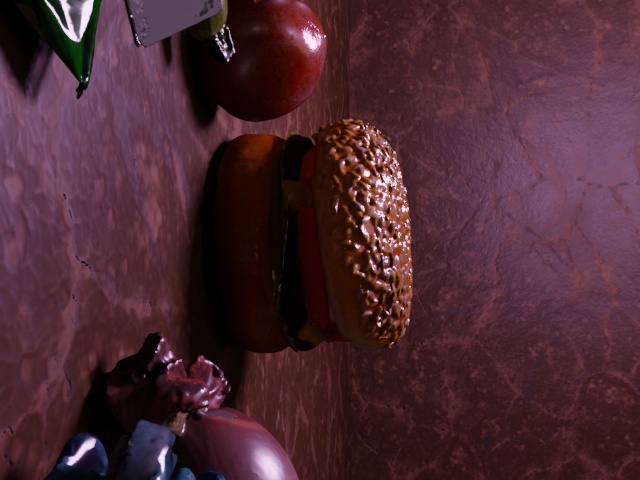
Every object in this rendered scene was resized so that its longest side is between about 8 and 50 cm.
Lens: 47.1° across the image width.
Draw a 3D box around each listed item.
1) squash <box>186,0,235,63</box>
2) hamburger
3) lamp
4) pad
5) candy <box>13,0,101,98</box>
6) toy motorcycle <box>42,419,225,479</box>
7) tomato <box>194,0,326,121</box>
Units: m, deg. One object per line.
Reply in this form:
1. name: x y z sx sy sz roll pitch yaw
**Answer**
1. squash: -0.133 -0.300 0.729 0.066 0.066 0.252 -80 168 -53
2. hamburger: 0.000 0.000 1.011 0.330 0.250 0.330 -1 90 -83
3. lamp: -0.110 0.213 0.651 0.223 0.151 0.215 47 -10 13
4. pad: -0.142 -0.267 0.671 0.112 0.003 0.157 -39 138 -35
5. candy: -0.165 -0.206 0.463 0.203 0.078 0.141 100 5 -64
6. toy motorcycle: -0.140 0.239 0.415 0.206 0.154 0.260 116 -8 -50
7. tomato: -0.068 -0.229 0.907 0.167 0.167 0.167 -1 90 -82
